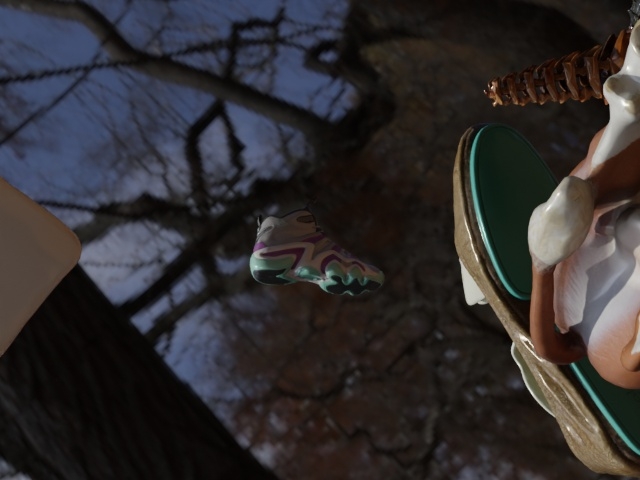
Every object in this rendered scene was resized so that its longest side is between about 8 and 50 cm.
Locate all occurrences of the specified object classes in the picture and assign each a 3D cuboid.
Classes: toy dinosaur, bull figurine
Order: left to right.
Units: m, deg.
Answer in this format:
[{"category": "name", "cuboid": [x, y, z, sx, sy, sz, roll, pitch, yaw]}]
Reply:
[{"category": "toy dinosaur", "cuboid": [0.276, -0.204, 1.145, 0.322, 0.218, 0.164, -33, 3, -22]}, {"category": "bull figurine", "cuboid": [0.189, -0.068, 0.517, 0.310, 0.101, 0.188, -48, -17, 1]}]

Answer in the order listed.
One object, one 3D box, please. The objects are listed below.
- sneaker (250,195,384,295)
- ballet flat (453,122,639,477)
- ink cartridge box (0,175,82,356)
[{"category": "sneaker", "cuboid": [0.000, 0.000, 1.085, 0.098, 0.069, 0.038, 10, -28, -11]}, {"category": "ballet flat", "cuboid": [0.198, 0.063, 1.342, 0.116, 0.342, 0.124, -26, -10, -31]}, {"category": "ink cartridge box", "cuboid": [-0.307, -0.043, 0.739, 0.353, 0.119, 0.207, 39, -85, -10]}]
